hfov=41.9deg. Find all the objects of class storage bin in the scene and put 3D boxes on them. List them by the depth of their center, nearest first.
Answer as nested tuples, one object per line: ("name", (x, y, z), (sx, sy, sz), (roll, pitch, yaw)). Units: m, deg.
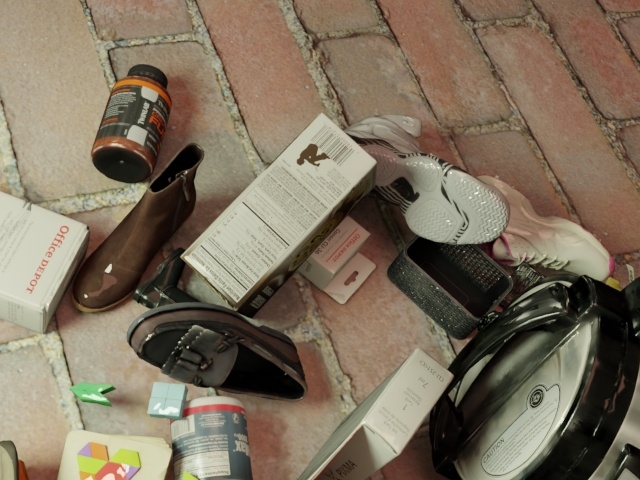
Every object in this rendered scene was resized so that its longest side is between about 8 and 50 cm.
("storage bin", (0.220, 0.064, 1.433), (0.180, 0.084, 0.122), (42, 56, 9))

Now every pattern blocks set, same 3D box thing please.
("pattern blocks set", (-0.279, 0.334, 1.066), (0.286, 0.026, 0.324), (-5, 62, 3))

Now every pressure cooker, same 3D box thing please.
("pressure cooker", (0.374, 0.255, 1.187), (0.421, 0.375, 0.369), (29, 77, -12))

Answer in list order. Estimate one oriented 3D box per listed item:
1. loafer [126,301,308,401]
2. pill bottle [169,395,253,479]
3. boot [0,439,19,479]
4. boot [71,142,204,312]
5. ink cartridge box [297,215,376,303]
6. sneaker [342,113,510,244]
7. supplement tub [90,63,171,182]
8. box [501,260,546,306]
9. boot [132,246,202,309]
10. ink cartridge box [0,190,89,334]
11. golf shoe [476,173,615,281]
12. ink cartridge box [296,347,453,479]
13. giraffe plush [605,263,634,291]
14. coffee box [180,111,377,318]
("loafer", (-0.126, 0.163, 1.161), (0.303, 0.109, 0.095), (21, 24, -47))
("pill bottle", (-0.147, 0.314, 1.138), (0.108, 0.108, 0.180), (1, 61, -19))
("boot", (-0.486, 0.397, 0.908), (0.284, 0.138, 0.377), (8, 56, -22))
("boot", (-0.272, -0.021, 1.234), (0.090, 0.207, 0.248), (37, 55, 4))
("ink cartridge box", (0.000, 0.000, 1.402), (0.198, 0.067, 0.115), (39, 56, 6))
("sneaker", (0.166, -0.121, 1.433), (0.366, 0.137, 0.210), (20, 32, 19))
("supplement tub", (-0.308, -0.200, 1.391), (0.106, 0.106, 0.197), (14, 57, -11))
("box", (0.358, 0.088, 1.472), (0.067, 0.083, 0.018), (36, 16, 4))
("boot", (-0.218, 0.081, 1.291), (0.099, 0.045, 0.121), (36, 62, 7))
("ink cartridge box", (-0.467, 0.019, 1.212), (0.218, 0.092, 0.158), (21, 56, -4))
("golf shoe", (0.380, 0.008, 1.520), (0.306, 0.115, 0.140), (30, 65, 8))
("ink cartridge box", (0.028, 0.296, 1.097), (0.066, 0.296, 0.261), (41, 56, 7))
("giraffe plush", (0.466, 0.162, 1.424), (0.171, 0.181, 0.210), (-16, 96, -2))
("coffee box", (-0.055, -0.031, 1.269), (0.119, 0.168, 0.297), (43, 86, 8))
